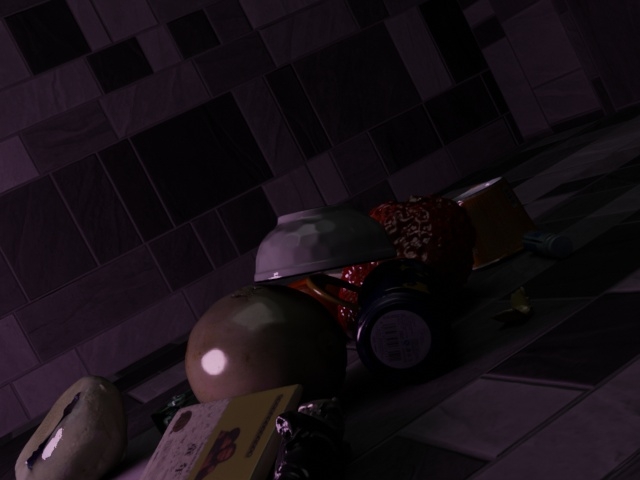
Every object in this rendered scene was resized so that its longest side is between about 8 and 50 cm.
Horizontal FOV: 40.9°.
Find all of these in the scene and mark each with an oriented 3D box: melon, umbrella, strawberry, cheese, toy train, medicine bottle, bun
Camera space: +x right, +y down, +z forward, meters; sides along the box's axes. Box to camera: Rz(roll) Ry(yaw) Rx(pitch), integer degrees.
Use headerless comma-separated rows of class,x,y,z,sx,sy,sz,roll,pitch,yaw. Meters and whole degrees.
melon,-0.097,0.212,1.576,0.330,0.268,0.268,-11,15,45
umbrella,-0.034,0.310,1.130,0.106,0.113,0.358,-4,10,10
strawberry,0.166,0.065,1.811,0.351,0.267,0.312,-48,-5,-21
cheese,0.345,0.118,1.515,0.060,0.041,0.084,-32,11,47
toy train,-0.287,0.372,1.986,0.200,0.083,0.132,-29,2,-32
medicine bottle,0.486,0.008,1.849,0.051,0.051,0.191,-27,6,-2
bun,-0.526,0.451,1.897,0.293,0.187,0.293,-44,16,16

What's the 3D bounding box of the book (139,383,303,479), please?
book,-0.183,0.350,1.374,0.352,0.035,0.239,-23,32,46

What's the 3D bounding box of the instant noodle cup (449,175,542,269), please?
instant noodle cup,0.408,-0.046,2.091,0.215,0.172,0.216,-26,4,2

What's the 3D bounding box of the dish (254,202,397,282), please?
dish,0.000,0.000,1.614,0.303,0.120,0.303,-10,-1,0

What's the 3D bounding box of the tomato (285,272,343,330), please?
tomato,-0.045,0.186,2.045,0.259,0.180,0.260,-25,7,3

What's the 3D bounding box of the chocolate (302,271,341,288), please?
chocolate,0.063,0.121,2.545,0.321,0.112,0.112,-26,7,15

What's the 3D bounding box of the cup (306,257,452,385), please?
cup,0.106,0.146,1.538,0.255,0.178,0.256,-5,9,7

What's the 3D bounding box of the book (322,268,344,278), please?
book,0.224,0.043,2.320,0.389,0.032,0.269,-2,22,35
